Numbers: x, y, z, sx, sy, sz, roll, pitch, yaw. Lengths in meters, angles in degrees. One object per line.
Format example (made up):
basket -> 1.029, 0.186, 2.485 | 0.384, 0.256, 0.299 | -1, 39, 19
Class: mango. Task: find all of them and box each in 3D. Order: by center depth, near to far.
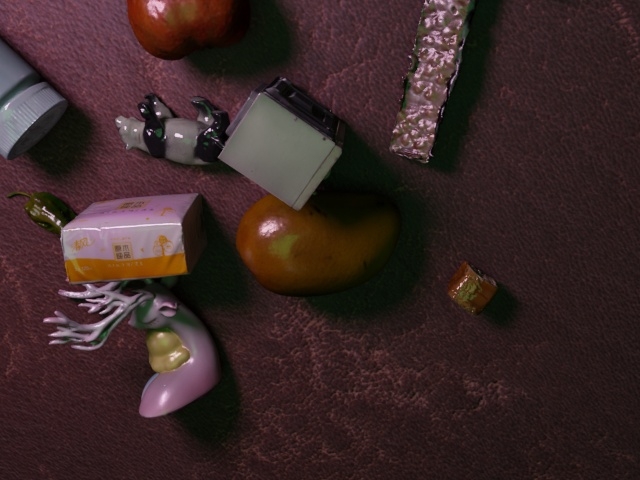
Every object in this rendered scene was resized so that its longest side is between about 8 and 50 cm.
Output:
mango -> 0.000, 0.000, 1.354 | 0.317, 0.173, 0.211 | -7, 108, -6

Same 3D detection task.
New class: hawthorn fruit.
hawthorn fruit -> -0.236, -0.436, 1.213 | 0.207, 0.207, 0.243 | -16, 102, 9

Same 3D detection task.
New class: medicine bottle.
medicine bottle -> -0.630, -0.308, 1.290 | 0.158, 0.158, 0.318 | -43, 101, 15

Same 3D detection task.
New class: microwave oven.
microwave oven -> -0.062, -0.184, 1.254 | 0.194, 0.240, 0.145 | 37, 108, -9

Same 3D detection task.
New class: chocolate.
chocolate -> 0.204, -0.307, 1.294 | 0.102, 0.065, 0.329 | 18, 108, 12

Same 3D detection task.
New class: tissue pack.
tissue pack -> -0.345, -0.007, 1.360 | 0.225, 0.185, 0.124 | -4, 108, 4

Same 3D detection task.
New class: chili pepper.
chili pepper -> -0.530, -0.047, 1.414 | 0.204, 0.072, 0.073 | 45, 80, 1

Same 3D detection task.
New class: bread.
bread -> 0.299, 0.094, 1.412 | 0.083, 0.077, 0.070 | 33, 111, -7

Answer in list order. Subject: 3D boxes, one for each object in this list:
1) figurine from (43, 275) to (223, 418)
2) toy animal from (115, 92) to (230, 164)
figurine -> -0.369, 0.189, 1.427 | 0.284, 0.206, 0.316 | -15, 103, -3
toy animal -> -0.277, -0.206, 1.343 | 0.225, 0.094, 0.121 | 6, 118, 0
